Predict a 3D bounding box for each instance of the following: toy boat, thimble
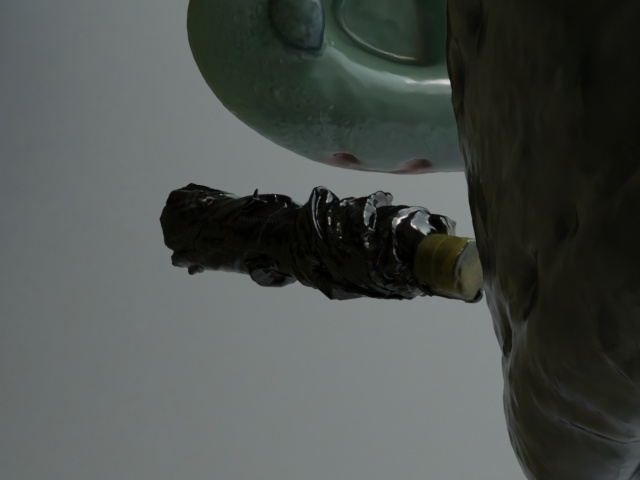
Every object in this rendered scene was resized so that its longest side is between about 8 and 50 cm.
[{"bbox_3d":[0.051,-0.093,0.691,0.079,0.208,0.134,-173,-102,-78],"label":"toy boat"},{"bbox_3d":[0.141,-0.021,0.399,0.245,0.217,0.157,71,9,-61],"label":"thimble"}]

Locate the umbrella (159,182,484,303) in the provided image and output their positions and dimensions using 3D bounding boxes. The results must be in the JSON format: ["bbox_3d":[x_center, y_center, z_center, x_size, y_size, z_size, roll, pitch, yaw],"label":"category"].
[{"bbox_3d":[0.000,0.000,0.625,0.144,0.037,0.040,8,-84,43],"label":"umbrella"}]
